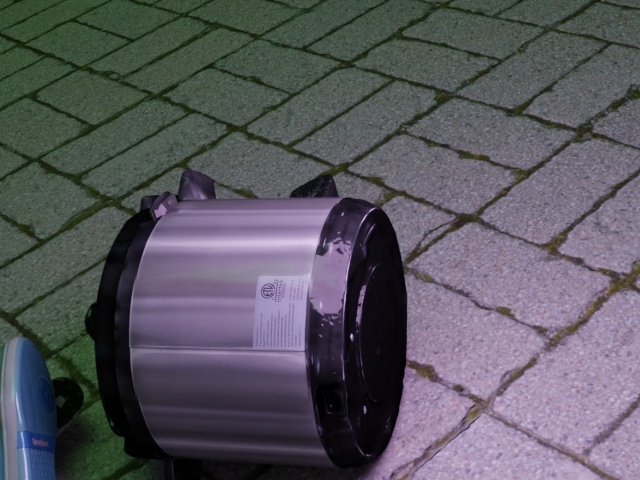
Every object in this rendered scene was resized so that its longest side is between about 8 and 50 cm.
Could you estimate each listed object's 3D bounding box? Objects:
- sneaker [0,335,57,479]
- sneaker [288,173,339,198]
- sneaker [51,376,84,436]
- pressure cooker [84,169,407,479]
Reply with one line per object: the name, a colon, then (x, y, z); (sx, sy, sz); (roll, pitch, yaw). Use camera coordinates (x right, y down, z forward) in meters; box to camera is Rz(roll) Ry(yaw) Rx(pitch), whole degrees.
sneaker: (-0.476, 0.295, 1.487); (0.208, 0.127, 0.318); (-13, 64, 10)
sneaker: (0.000, 0.000, 1.822); (0.109, 0.130, 0.286); (-20, 25, 25)
sneaker: (-0.443, 0.298, 1.608); (0.234, 0.078, 0.106); (-47, 5, -12)
pressure cooker: (-0.115, 0.115, 1.483); (0.421, 0.375, 0.369); (-1, 39, 18)
